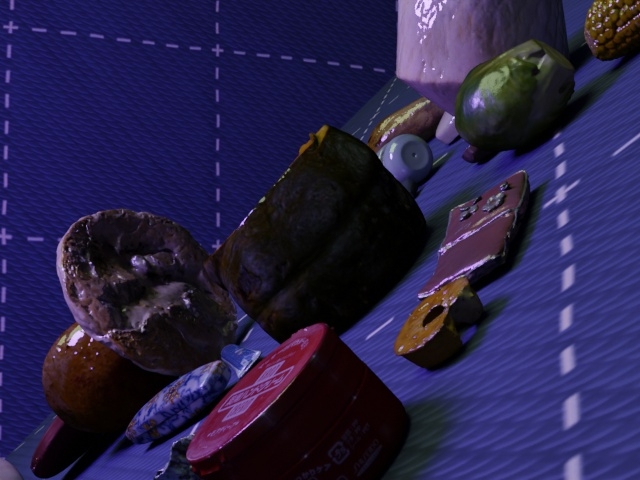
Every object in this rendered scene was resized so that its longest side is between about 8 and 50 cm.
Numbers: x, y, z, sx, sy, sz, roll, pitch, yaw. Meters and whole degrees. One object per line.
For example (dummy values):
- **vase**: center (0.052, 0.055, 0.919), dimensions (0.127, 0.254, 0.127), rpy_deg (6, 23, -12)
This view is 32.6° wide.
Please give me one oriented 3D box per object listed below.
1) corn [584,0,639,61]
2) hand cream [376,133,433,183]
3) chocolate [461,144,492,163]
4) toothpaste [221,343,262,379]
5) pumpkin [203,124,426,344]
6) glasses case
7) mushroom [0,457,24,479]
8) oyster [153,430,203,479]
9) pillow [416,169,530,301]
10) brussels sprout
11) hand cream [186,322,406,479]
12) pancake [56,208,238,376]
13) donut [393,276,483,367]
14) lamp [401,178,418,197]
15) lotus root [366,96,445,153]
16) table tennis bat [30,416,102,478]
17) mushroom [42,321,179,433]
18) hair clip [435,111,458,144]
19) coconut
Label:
- **corn**: center (0.489, -0.364, 1.500), dimensions (0.322, 0.119, 0.119), rpy_deg (-41, 7, 38)
- **hand cream**: center (0.111, -0.120, 2.084), dimensions (0.147, 0.093, 0.306), rpy_deg (-44, 7, -24)
- **chocolate**: center (0.272, -0.156, 1.733), dimensions (0.101, 0.031, 0.064), rpy_deg (-39, -9, -3)
- **toothpaste**: center (-0.135, 0.197, 1.816), dimensions (0.057, 0.035, 0.197), rpy_deg (-50, 13, -10)
- **pumpkin**: center (0.000, 0.000, 1.607), dimensions (0.303, 0.225, 0.256), rpy_deg (-55, 10, -33)
- **glasses case**: center (-0.236, 0.270, 1.800), dimensions (0.248, 0.065, 0.087), rpy_deg (-34, 11, 41)
- **mushroom**: center (-0.418, 0.423, 1.380), dimensions (0.314, 0.314, 0.336), rpy_deg (-40, -21, 17)
- **oyster**: center (-0.086, 0.223, 1.282), dimensions (0.252, 0.087, 0.199), rpy_deg (-38, -3, -19)
- **pillow**: center (0.190, -0.005, 1.311), dimensions (0.126, 0.043, 0.232), rpy_deg (-36, 11, 31)
- **brussels sprout**: center (0.280, -0.204, 1.586), dimensions (0.162, 0.143, 0.180), rpy_deg (-3, -37, -43)
- **hand cream**: center (-0.022, 0.185, 1.054), dimensions (0.193, 0.125, 0.193), rpy_deg (-40, 9, 8)
- **pancake**: center (-0.308, 0.096, 1.965), dimensions (0.082, 0.387, 0.387), rpy_deg (-46, 6, 29)
- **donut**: center (0.124, 0.090, 1.137), dimensions (0.108, 0.043, 0.097), rpy_deg (-49, 11, -32)
- **lamp**: center (0.121, -0.058, 1.932), dimensions (0.121, 0.041, 0.054), rpy_deg (-35, 19, 22)
- **lotus root**: center (0.192, -0.241, 2.315), dimensions (0.258, 0.097, 0.110), rpy_deg (-37, 7, 13)
- **table tennis bat**: center (-0.436, 0.321, 2.237), dimensions (0.414, 0.051, 0.268), rpy_deg (-49, -13, -14)
- **mushroom**: center (-0.364, 0.237, 2.046), dimensions (0.283, 0.195, 0.263), rpy_deg (-20, -59, -56)
- **hair clip**: center (0.301, -0.265, 2.054), dimensions (0.218, 0.071, 0.159), rpy_deg (-45, 10, 10)
- **coconut**: center (0.269, -0.337, 1.863), dimensions (0.329, 0.329, 0.329), rpy_deg (-41, 8, 8)
